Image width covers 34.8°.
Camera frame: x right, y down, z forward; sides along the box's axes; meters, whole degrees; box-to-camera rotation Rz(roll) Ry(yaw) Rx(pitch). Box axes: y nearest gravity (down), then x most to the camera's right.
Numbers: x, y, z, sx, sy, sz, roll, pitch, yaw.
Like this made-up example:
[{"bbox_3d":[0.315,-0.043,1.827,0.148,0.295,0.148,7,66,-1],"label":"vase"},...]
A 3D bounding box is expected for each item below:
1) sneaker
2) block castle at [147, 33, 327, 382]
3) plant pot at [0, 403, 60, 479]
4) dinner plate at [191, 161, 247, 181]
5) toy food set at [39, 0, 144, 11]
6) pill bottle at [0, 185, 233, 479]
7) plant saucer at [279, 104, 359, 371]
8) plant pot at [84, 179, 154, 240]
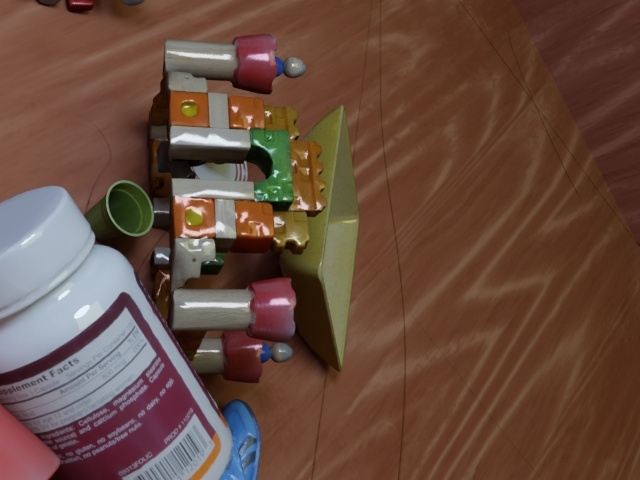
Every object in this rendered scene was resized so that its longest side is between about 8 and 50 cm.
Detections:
[{"bbox_3d":[-0.138,0.328,1.485,0.082,0.069,0.209,22,56,-38],"label":"sneaker"},{"bbox_3d":[-0.126,-0.045,1.459,0.213,0.303,0.453,1,68,-15],"label":"block castle"},{"bbox_3d":[-0.448,0.222,1.040,0.243,0.275,0.275,52,39,-3],"label":"plant pot"},{"bbox_3d":[-0.178,-0.132,1.703,0.141,0.017,0.141,26,54,-42],"label":"dinner plate"},{"bbox_3d":[-0.353,-0.421,1.548,0.232,0.111,0.104,-8,77,-19],"label":"toy food set"},{"bbox_3d":[-0.286,0.147,1.217,0.392,0.224,0.224,63,37,-25],"label":"pill bottle"},{"bbox_3d":[0.000,0.000,1.701,0.333,0.081,0.333,80,15,-55],"label":"plant saucer"},{"bbox_3d":[-0.296,-0.034,1.465,0.083,0.079,0.083,25,55,-40],"label":"plant pot"}]
